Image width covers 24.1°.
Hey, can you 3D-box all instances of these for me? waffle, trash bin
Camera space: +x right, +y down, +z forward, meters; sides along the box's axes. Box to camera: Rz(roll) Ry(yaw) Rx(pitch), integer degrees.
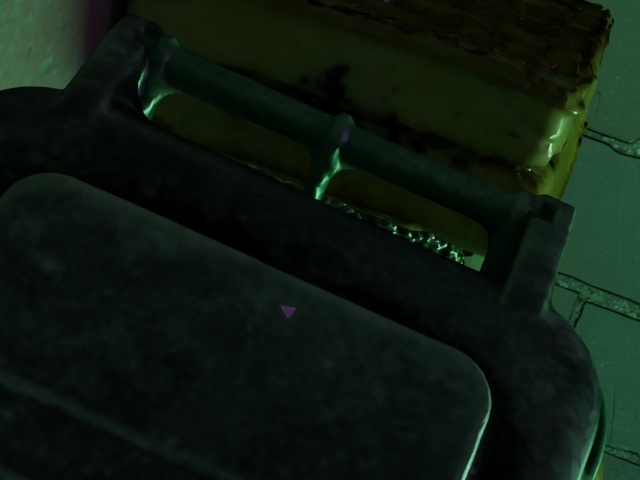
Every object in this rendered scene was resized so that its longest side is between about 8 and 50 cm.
[{"bbox_3d":[0.039,-0.096,0.778,0.308,0.213,0.091,-44,153,-69],"label":"waffle"},{"bbox_3d":[-0.072,0.139,0.585,0.381,0.259,0.295,111,4,-61],"label":"trash bin"}]

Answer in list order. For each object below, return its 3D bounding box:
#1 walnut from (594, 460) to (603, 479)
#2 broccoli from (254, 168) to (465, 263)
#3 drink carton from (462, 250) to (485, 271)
[{"bbox_3d":[0.084,0.248,1.429,0.383,0.383,0.384,21,90,-82],"label":"walnut"},{"bbox_3d":[0.001,0.001,0.953,0.226,0.198,0.176,-42,-151,3],"label":"broccoli"},{"bbox_3d":[0.141,-0.056,1.636,0.324,0.194,0.132,102,10,-47],"label":"drink carton"}]
